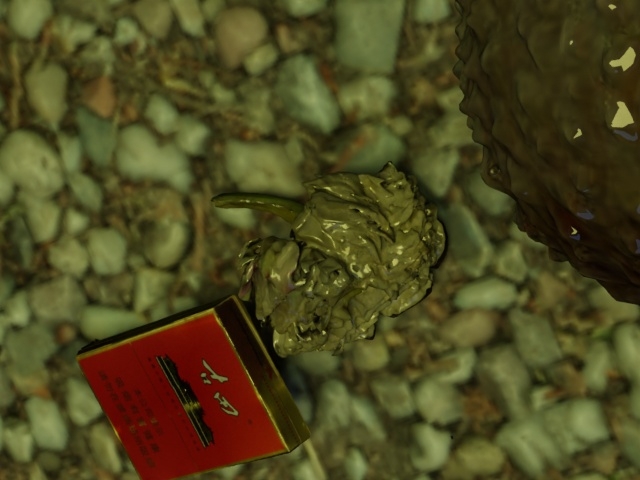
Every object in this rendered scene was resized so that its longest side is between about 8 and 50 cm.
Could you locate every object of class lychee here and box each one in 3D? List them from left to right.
[{"bbox_3d":[0.206,-0.104,0.829,0.300,0.300,0.300,4,105,14],"label":"lychee"}]

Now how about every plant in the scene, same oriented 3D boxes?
[{"bbox_3d":[0.000,0.000,1.023,0.116,0.104,0.122,-35,57,-14],"label":"plant"}]

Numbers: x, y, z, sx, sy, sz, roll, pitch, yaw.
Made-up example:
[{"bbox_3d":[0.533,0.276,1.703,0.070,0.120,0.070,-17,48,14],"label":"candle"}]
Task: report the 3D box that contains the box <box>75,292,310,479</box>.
[{"bbox_3d":[-0.074,0.086,1.051,0.133,0.023,0.090,-19,102,45],"label":"box"}]
